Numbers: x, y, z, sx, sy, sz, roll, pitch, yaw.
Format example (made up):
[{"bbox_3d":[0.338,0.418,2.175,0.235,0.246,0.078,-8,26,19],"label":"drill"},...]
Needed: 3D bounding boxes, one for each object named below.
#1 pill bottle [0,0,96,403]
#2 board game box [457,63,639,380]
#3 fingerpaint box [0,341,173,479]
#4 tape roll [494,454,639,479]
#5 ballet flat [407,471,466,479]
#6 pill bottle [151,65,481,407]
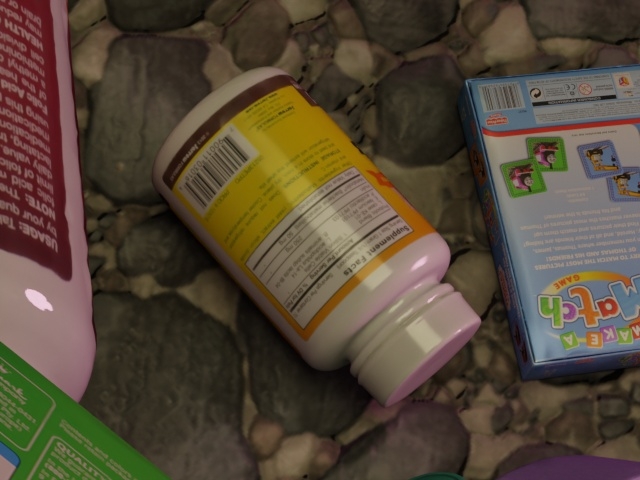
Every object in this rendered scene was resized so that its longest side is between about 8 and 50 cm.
[{"bbox_3d":[-0.244,-0.002,0.997,0.224,0.224,0.392,-2,55,-10],"label":"pill bottle"},{"bbox_3d":[0.193,-0.017,1.210,0.160,0.039,0.211,-6,66,-11],"label":"board game box"},{"bbox_3d":[-0.216,0.231,0.760,0.445,0.163,0.371,39,103,-7],"label":"fingerpaint box"},{"bbox_3d":[0.163,0.259,0.979,0.275,0.090,0.274,0,91,-34],"label":"tape roll"},{"bbox_3d":[0.010,0.271,0.995,0.342,0.116,0.124,-45,117,-49],"label":"ballet flat"},{"bbox_3d":[0.000,0.000,1.128,0.117,0.117,0.215,-37,77,-22],"label":"pill bottle"}]
